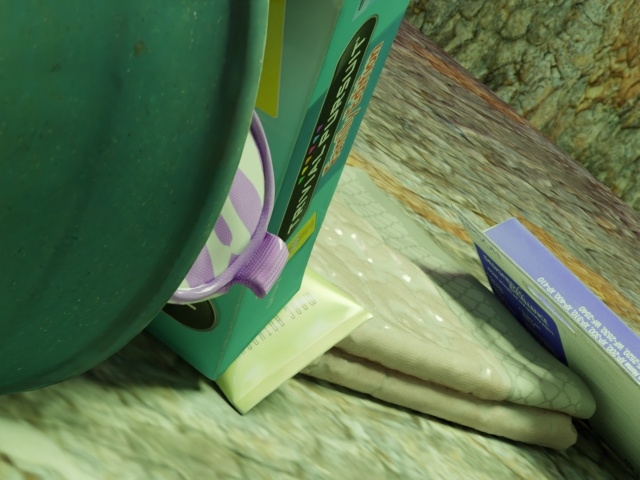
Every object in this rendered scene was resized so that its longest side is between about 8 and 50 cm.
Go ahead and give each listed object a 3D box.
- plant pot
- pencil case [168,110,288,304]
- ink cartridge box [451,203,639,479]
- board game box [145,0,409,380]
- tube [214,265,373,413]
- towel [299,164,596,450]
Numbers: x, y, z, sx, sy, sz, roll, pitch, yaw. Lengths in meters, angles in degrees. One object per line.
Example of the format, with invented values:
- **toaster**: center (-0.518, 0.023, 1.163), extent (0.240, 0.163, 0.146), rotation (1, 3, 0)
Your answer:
- **plant pot**: center (-0.196, -0.073, 0.391), extent (0.271, 0.272, 0.255), rotation (42, 29, 27)
- **pencil case**: center (-0.101, -0.014, 0.559), extent (0.206, 0.086, 0.088), rotation (-1, -38, 48)
- **ink cartridge box**: center (0.189, 0.077, 1.049), extent (0.206, 0.045, 0.208), rotation (48, -7, 39)
- **board game box**: center (-0.096, -0.112, 0.636), extent (0.253, 0.336, 0.079), rotation (36, 57, 10)
- **tube**: center (-0.086, -0.011, 0.809), extent (0.240, 0.070, 0.062), rotation (42, 10, 24)
- **towel**: center (0.000, 0.000, 1.014), extent (0.317, 0.053, 0.332), rotation (22, 18, -43)
